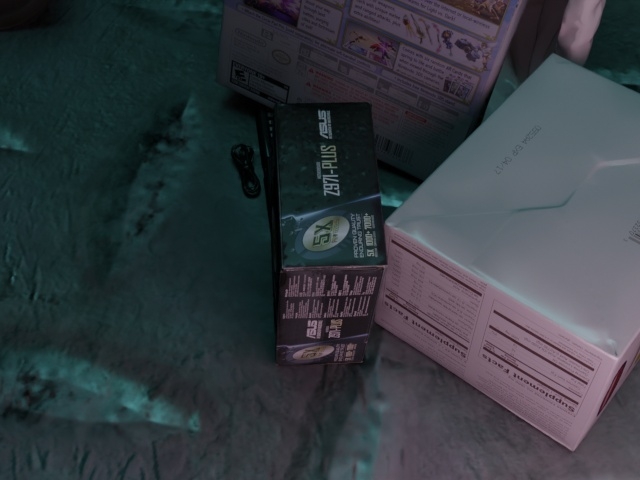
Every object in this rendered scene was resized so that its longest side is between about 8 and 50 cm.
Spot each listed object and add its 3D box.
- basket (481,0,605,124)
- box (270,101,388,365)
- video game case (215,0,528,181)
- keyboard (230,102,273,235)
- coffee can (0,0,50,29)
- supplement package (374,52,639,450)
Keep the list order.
[{"bbox_3d":[0.136,-0.325,0.939,0.331,0.328,0.266,17,49,12],"label":"basket"},{"bbox_3d":[0.000,0.000,0.751,0.078,0.180,0.147,-1,61,-5],"label":"box"},{"bbox_3d":[0.039,-0.200,0.864,0.270,0.244,0.061,27,51,10],"label":"video game case"},{"bbox_3d":[-0.033,-0.076,0.923,0.108,0.023,0.180,-5,51,-6],"label":"keyboard"},{"bbox_3d":[-0.393,-0.403,1.058,0.202,0.201,0.275,-5,51,-6],"label":"coffee can"},{"bbox_3d":[0.206,0.000,0.791,0.204,0.145,0.262,32,58,22],"label":"supplement package"}]
